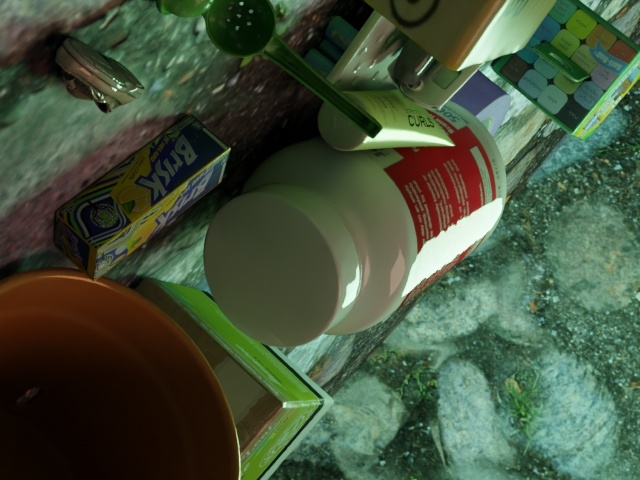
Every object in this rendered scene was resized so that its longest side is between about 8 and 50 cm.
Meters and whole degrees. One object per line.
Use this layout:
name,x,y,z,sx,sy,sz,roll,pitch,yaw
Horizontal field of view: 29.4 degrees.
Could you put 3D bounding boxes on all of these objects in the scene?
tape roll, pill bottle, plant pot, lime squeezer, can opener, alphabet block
tape roll,0.166,-0.138,1.844,0.275,0.090,0.275,-47,168,-13
pill bottle,0.046,-0.026,1.443,0.407,0.229,0.229,-31,158,-55
plant pot,-0.246,0.196,1.075,0.203,0.291,0.291,-36,177,35
lime squeezer,-0.077,-0.166,0.927,0.059,0.110,0.310,-36,141,21
can opener,0.184,-0.258,1.341,0.283,0.076,0.095,-46,168,-17
alphabet block,0.130,-0.287,1.048,0.197,0.192,0.193,-55,164,29

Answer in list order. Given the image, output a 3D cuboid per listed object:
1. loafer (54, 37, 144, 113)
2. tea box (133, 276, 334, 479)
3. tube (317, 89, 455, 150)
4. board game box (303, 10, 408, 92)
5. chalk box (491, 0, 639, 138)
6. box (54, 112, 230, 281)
loafer,-0.166,-0.114,0.893,0.039,0.045,0.125,-43,171,7
tea box,-0.190,0.243,1.459,0.329,0.220,0.323,-49,167,3
tube,0.076,-0.135,1.340,0.240,0.062,0.070,-11,101,-62
board game box,0.167,-0.330,1.362,0.390,0.050,0.390,-54,166,20
chalk box,0.414,-0.292,2.021,0.179,0.180,0.289,-51,169,11
box,-0.159,-0.041,1.102,0.169,0.054,0.059,-42,166,-31
